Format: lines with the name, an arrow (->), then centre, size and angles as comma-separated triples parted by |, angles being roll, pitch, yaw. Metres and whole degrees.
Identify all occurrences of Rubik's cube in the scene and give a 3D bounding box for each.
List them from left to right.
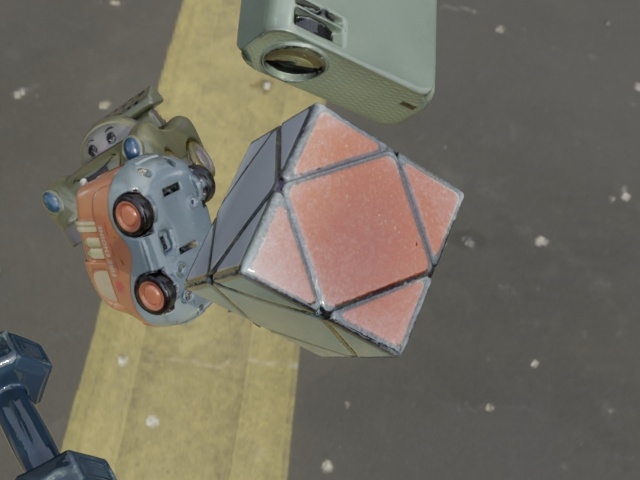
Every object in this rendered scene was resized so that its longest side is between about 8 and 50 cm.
Rubik's cube -> 0.000, 0.000, 1.087 | 0.205, 0.205, 0.207 | 28, 74, -19

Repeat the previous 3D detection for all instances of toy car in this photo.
toy car -> -0.363, -0.147, 1.809 | 0.226, 0.242, 0.336 | 59, 15, -5
toy car -> -0.281, 0.002, 1.539 | 0.212, 0.271, 0.180 | -5, 17, 34

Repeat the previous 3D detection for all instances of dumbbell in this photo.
dumbbell -> -0.414, 0.282, 1.381 | 0.156, 0.144, 0.316 | -28, 54, -20

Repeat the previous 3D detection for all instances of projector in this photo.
projector -> 0.025, -0.279, 1.218 | 0.250, 0.108, 0.198 | 18, 63, -32
